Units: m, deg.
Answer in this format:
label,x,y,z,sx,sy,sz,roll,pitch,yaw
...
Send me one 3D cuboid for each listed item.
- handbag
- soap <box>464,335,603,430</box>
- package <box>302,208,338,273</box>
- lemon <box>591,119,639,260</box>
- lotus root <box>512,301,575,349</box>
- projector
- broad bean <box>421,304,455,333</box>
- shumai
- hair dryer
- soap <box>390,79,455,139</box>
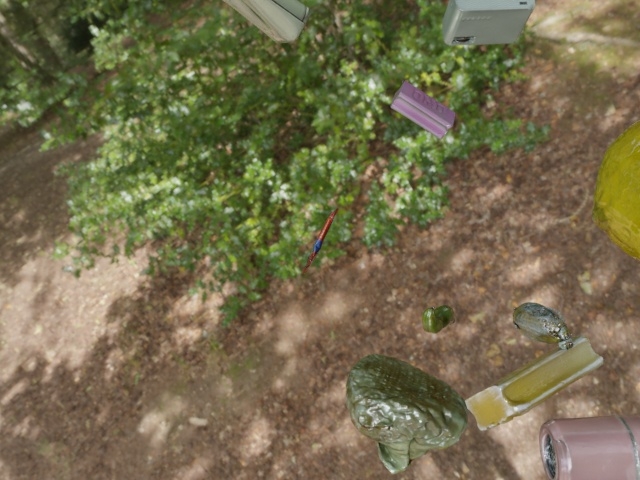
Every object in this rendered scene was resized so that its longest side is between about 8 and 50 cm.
label,x,y,z,sx,sy,sz,roll,pitch,yaw
handbag,-0.195,-0.625,1.627,0.109,0.315,0.241,-66,26,3
soap,0.473,0.318,1.406,0.274,0.089,0.173,-21,-19,-25
package,0.000,0.000,1.757,0.200,0.022,0.083,-63,-1,-34
lemon,0.527,-0.073,0.875,0.267,0.267,0.267,-26,25,13
lotus root,0.498,0.187,1.408,0.088,0.088,0.165,-38,29,-12
projector,0.536,-0.730,2.036,0.250,0.108,0.198,-3,-16,-1
broad bean,0.288,0.189,1.525,0.048,0.214,0.070,20,92,25
shumai,0.105,0.261,0.920,0.184,0.142,0.184,13,17,-4
hair dryer,0.504,0.461,1.138,0.210,0.352,0.125,-3,31,2
soap,0.329,-0.420,2.021,0.065,0.203,0.122,-55,8,37
